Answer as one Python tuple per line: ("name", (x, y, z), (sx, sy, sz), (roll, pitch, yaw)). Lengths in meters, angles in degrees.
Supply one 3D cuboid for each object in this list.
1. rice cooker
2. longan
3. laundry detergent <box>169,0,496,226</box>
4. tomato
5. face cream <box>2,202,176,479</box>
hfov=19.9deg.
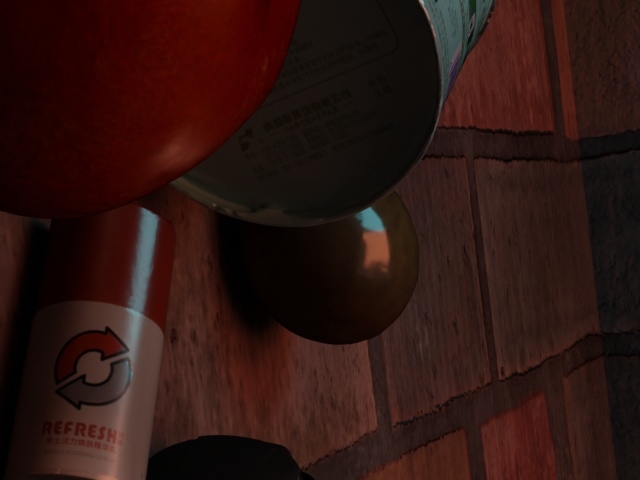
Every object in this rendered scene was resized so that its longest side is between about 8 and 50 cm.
("rice cooker", (-0.081, 0.224, 1.390), (0.203, 0.142, 0.118), (-42, 135, -64))
("longan", (0.000, 0.000, 1.657), (0.204, 0.159, 0.185), (51, -10, 21))
("laundry detergent", (-0.005, -0.207, 1.502), (0.305, 0.287, 0.287), (-62, 141, -56))
("tomato", (-0.156, -0.183, 1.085), (0.293, 0.290, 0.325), (-45, 142, -64))
("face cream", (-0.160, 0.084, 1.282), (0.096, 0.096, 0.214), (53, 37, -54))
